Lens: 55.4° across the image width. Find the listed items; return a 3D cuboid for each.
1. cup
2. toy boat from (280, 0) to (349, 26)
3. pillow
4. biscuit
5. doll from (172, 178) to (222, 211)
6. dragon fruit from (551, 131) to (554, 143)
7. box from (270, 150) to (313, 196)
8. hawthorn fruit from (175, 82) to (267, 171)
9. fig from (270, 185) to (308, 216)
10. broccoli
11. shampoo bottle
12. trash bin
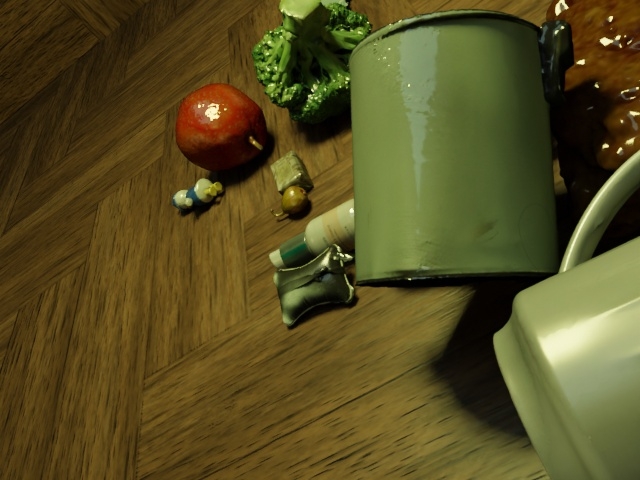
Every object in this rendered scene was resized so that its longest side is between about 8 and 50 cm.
[{"bbox_3d":[0.316,0.056,0.488,0.327,0.237,0.322,-30,53,19],"label":"cup"},{"bbox_3d":[0.017,-0.570,1.512,0.292,0.070,0.210,-40,40,2],"label":"toy boat"},{"bbox_3d":[-0.013,0.070,0.947,0.136,0.091,0.055,-27,2,29],"label":"pillow"},{"bbox_3d":[0.438,-0.216,0.708,0.343,0.166,0.395,-15,45,30],"label":"biscuit"},{"bbox_3d":[-0.281,-0.099,1.356,0.143,0.057,0.099,-15,25,34],"label":"doll"},{"bbox_3d":[0.259,-0.159,0.871,0.142,0.130,0.121,-48,4,-3],"label":"dragon fruit"},{"bbox_3d":[-0.057,-0.125,1.180,0.062,0.045,0.098,-34,40,13],"label":"box"},{"bbox_3d":[-0.198,-0.232,1.310,0.225,0.196,0.196,26,74,35],"label":"hawthorn fruit"},{"bbox_3d":[-0.059,-0.067,1.128,0.083,0.050,0.050,-33,38,31],"label":"fig"},{"bbox_3d":[-0.016,-0.372,1.197,0.270,0.270,0.270,-5,65,10],"label":"broccoli"},{"bbox_3d":[0.000,0.000,0.985,0.192,0.074,0.074,-27,41,23],"label":"shampoo bottle"},{"bbox_3d":[0.142,-0.082,0.676,0.277,0.217,0.262,-6,82,28],"label":"trash bin"}]
